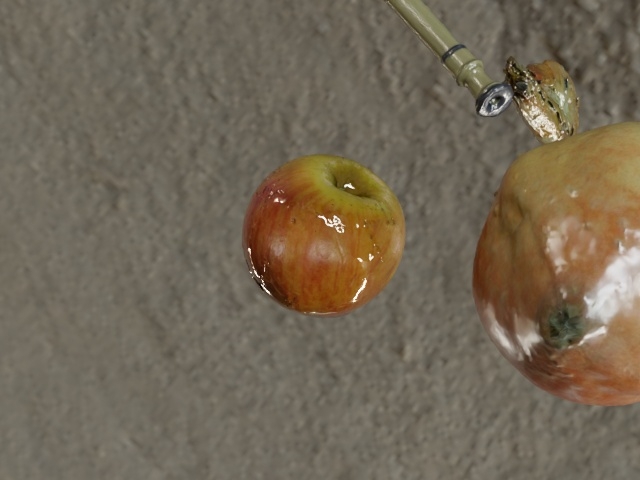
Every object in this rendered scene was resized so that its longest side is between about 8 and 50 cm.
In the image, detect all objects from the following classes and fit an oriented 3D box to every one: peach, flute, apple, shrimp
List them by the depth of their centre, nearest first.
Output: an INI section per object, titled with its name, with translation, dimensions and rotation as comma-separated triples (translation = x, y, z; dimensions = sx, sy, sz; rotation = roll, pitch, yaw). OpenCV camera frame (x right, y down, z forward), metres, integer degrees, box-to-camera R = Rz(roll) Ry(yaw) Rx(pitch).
[flute]
translation = 0.046, -0.156, 0.956
dimensions = 0.233, 0.027, 0.027
rotation = 53, 156, 35
[peach]
translation = 0.206, 0.019, 1.101
dimensions = 0.232, 0.232, 0.233
rotation = 23, 142, 19
[apple]
translation = 0.000, 0.000, 1.314
dimensions = 0.146, 0.146, 0.146
rotation = 23, 142, 19
[shrimp]
translation = 0.222, -0.147, 1.562
dimensions = 0.043, 0.091, 0.184
rotation = 2, 170, 31
